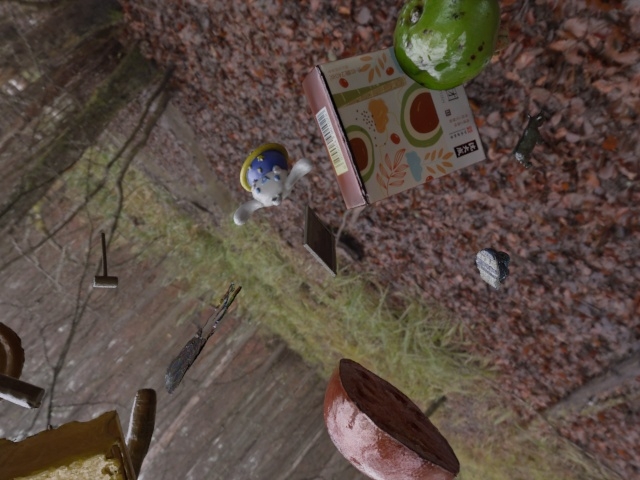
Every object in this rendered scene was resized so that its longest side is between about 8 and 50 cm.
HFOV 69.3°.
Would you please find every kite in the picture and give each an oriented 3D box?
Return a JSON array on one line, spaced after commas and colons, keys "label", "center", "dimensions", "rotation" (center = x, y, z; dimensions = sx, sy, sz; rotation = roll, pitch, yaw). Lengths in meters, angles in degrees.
[{"label": "kite", "center": [-0.269, 0.216, 1.066], "dimensions": [0.015, 0.286, 0.152], "rotation": [36, 175, -22]}]

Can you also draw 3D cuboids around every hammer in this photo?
[{"label": "hammer", "center": [-0.453, 0.125, 0.509], "dimensions": [0.297, 0.027, 0.125], "rotation": [21, 158, -5]}, {"label": "hammer", "center": [-0.367, 0.031, 0.786], "dimensions": [0.019, 0.035, 0.110], "rotation": [-49, 48, 40]}]

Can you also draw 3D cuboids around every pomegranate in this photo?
[{"label": "pomegranate", "center": [0.305, -0.449, 1.031], "dimensions": [0.235, 0.301, 0.236], "rotation": [9, 102, 52]}]

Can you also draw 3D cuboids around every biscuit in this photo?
[{"label": "biscuit", "center": [-0.920, 0.326, 1.206], "dimensions": [0.262, 0.262, 0.037], "rotation": [43, 161, -1]}]

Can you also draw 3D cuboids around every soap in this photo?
[{"label": "soap", "center": [-0.407, 0.456, 0.767], "dimensions": [0.096, 0.204, 0.325], "rotation": [-143, 46, -58]}]

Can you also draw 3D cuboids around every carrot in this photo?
[{"label": "carrot", "center": [-0.480, 0.559, 1.193], "dimensions": [0.070, 0.343, 0.070], "rotation": [6, 161, 2]}]

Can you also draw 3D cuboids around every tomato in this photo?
[{"label": "tomato", "center": [0.126, 0.416, 1.007], "dimensions": [0.338, 0.144, 0.338], "rotation": [39, -174, -5]}]

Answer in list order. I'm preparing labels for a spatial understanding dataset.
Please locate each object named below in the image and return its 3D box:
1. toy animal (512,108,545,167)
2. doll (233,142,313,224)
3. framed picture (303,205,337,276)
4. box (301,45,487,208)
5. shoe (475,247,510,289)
[{"label": "toy animal", "center": [0.488, -0.242, 1.073], "dimensions": [0.065, 0.136, 0.047], "rotation": [22, -173, -44]}, {"label": "doll", "center": [-0.184, -0.180, 1.546], "dimensions": [0.242, 0.311, 0.159], "rotation": [41, 176, 27]}, {"label": "framed picture", "center": [0.001, 0.000, 1.794], "dimensions": [0.192, 0.018, 0.266], "rotation": [48, -158, -29]}, {"label": "box", "center": [0.193, -0.305, 1.185], "dimensions": [0.122, 0.385, 0.345], "rotation": [-9, 102, 69]}, {"label": "shoe", "center": [0.397, 0.055, 1.048], "dimensions": [0.064, 0.071, 0.143], "rotation": [42, 175, 39]}]
